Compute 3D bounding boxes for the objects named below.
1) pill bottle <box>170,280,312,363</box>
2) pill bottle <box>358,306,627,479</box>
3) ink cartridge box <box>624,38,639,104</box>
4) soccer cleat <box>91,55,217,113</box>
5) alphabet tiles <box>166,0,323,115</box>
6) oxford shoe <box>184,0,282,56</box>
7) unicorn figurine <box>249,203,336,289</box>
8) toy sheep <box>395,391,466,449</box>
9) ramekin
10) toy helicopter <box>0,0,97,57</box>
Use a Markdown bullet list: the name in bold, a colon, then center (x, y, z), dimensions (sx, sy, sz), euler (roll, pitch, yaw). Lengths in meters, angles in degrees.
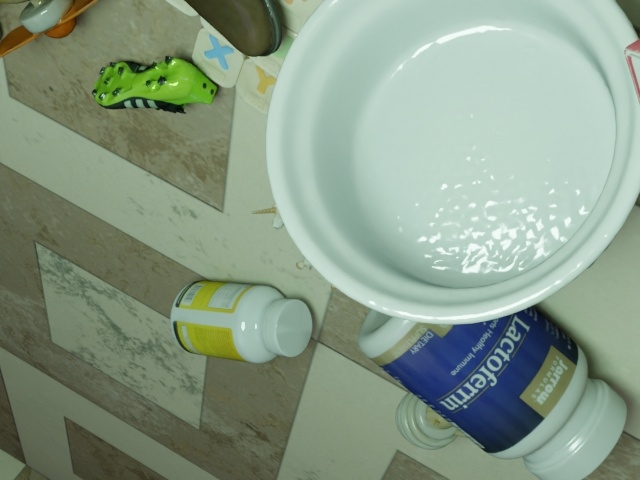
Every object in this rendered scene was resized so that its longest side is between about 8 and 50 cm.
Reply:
- **pill bottle**: center (-0.105, 0.109, 1.247), dimensions (0.184, 0.103, 0.103), euler (3, 134, 38)
- **pill bottle**: center (0.183, 0.134, 0.993), dimensions (0.264, 0.153, 0.153), euler (39, 145, -6)
- **ink cartridge box**: center (0.316, -0.091, 0.558), dimensions (0.159, 0.217, 0.092), euler (60, 180, -32)
- **soccer cleat**: center (-0.188, -0.165, 1.038), dimensions (0.178, 0.060, 0.072), euler (5, 162, 45)
- **alphabet tiles**: center (-0.031, -0.206, 0.887), dimensions (0.284, 0.021, 0.278), euler (35, 145, 1)
- **oxford shoe**: center (-0.128, -0.239, 0.829), dimensions (0.227, 0.096, 0.082), euler (45, 143, -15)
- **unicorn figurine**: center (0.000, 0.000, 1.081), dimensions (0.161, 0.060, 0.111), euler (14, 143, 2)
- **toy sheep**: center (0.141, 0.227, 1.202), dimensions (0.091, 0.091, 0.132), euler (39, 151, -5)
- **ramekin**: center (0.111, -0.074, 0.710), dimensions (0.277, 0.277, 0.135), euler (18, -179, 24)
- **toy helicopter**: center (-0.359, -0.282, 1.015), dimensions (0.235, 0.140, 0.355), euler (34, 157, -14)
